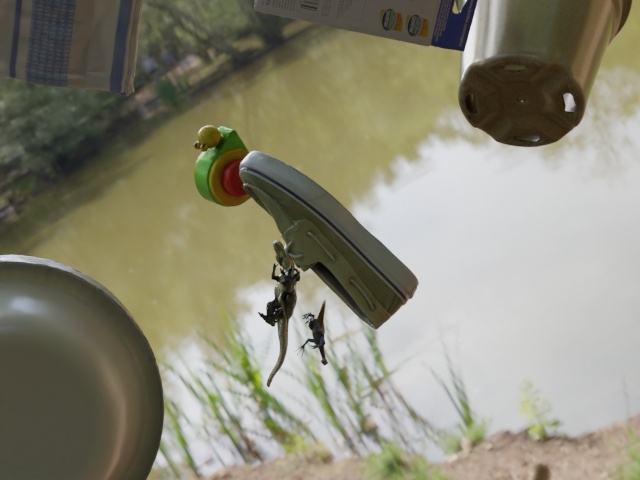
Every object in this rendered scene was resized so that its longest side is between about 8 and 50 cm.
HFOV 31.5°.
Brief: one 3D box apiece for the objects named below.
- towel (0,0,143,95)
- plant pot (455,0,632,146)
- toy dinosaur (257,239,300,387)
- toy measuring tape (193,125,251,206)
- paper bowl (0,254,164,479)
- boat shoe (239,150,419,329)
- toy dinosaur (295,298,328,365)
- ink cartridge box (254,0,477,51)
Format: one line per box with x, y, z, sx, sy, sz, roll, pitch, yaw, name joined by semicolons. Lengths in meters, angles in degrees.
-0.357;-0.281;1.378;0.285;0.209;0.034;6;35;-15;towel
0.381;-0.350;2.049;0.334;0.334;0.305;-20;40;39;plant pot
-0.069;0.113;1.987;0.064;0.268;0.118;5;-23;4;toy dinosaur
-0.146;-0.077;2.114;0.121;0.330;0.121;-20;38;16;toy measuring tape
-0.287;0.158;1.049;0.284;0.284;0.148;-32;11;-10;paper bowl
0.000;0.000;1.552;0.094;0.302;0.109;-51;4;-14;boat shoe
0.001;0.154;1.805;0.090;0.082;0.047;-39;24;-15;toy dinosaur
0.072;-0.382;1.586;0.311;0.186;0.065;13;37;3;ink cartridge box
